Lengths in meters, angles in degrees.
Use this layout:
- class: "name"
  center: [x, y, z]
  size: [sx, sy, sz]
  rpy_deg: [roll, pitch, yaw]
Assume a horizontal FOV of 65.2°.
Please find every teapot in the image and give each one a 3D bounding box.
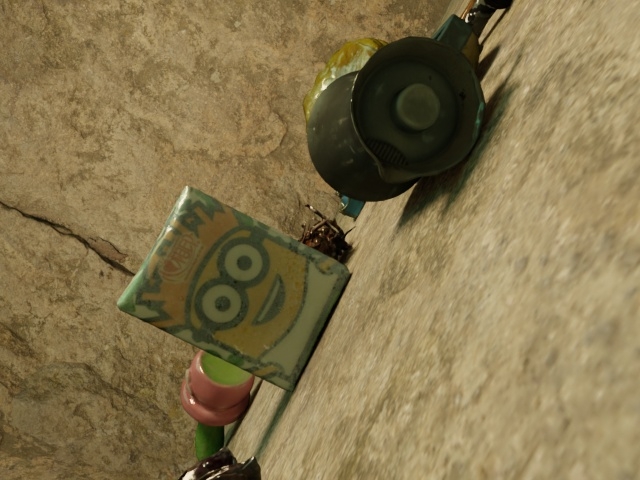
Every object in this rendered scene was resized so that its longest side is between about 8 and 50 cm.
- class: "teapot"
  center: [0.086, -0.145, 0.574]
  size: [0.203, 0.171, 0.225]
  rpy_deg: [-60, 9, -1]

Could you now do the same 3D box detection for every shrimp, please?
- class: "shrimp"
  center: [0.005, 0.006, 1.085]
  size: [0.343, 0.117, 0.145]
  rpy_deg: [127, 157, -74]

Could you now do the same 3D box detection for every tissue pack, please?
- class: "tissue pack"
  center: [-0.137, 0.081, 0.838]
  size: [0.227, 0.311, 0.128]
  rpy_deg: [-63, 7, -14]

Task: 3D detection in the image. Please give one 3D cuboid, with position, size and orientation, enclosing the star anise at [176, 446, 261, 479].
- class: "star anise"
  center: [-0.156, 0.349, 0.546]
  size: [0.282, 0.129, 0.212]
  rpy_deg: [-53, 7, -6]

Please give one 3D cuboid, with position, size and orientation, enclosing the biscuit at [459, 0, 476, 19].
- class: "biscuit"
  center: [0.224, -0.316, 0.965]
  size: [0.295, 0.044, 0.186]
  rpy_deg: [-59, 0, 35]

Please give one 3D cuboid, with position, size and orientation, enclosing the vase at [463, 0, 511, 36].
- class: "vase"
  center: [0.223, -0.316, 0.774]
  size: [0.059, 0.059, 0.167]
  rpy_deg: [-63, 3, -30]

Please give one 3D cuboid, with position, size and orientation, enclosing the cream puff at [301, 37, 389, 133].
- class: "cream puff"
  center: [0.128, -0.369, 1.414]
  size: [0.378, 0.276, 0.377]
  rpy_deg: [-34, 46, 45]

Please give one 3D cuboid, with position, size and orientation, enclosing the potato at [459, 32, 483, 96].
- class: "potato"
  center: [0.168, -0.232, 0.707]
  size: [0.105, 0.085, 0.188]
  rpy_deg: [-59, -2, 6]

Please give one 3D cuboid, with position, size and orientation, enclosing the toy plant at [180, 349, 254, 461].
- class: "toy plant"
  center: [-0.336, 0.471, 1.560]
  size: [0.317, 0.211, 0.355]
  rpy_deg: [56, 142, 40]

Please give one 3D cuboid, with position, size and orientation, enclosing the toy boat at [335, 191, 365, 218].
- class: "toy boat"
  center: [0.075, -0.109, 1.351]
  size: [0.075, 0.077, 0.185]
  rpy_deg: [-62, 2, 13]
